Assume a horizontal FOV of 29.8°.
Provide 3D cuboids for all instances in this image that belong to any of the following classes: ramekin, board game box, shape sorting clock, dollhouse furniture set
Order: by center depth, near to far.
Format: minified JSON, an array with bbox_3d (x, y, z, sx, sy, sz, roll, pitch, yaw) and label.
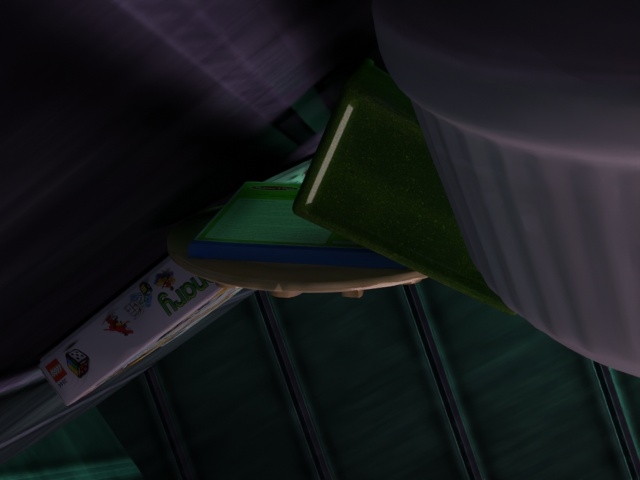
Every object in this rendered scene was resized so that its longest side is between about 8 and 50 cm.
[{"bbox_3d":[0.163,-0.057,0.442,0.272,0.127,0.273,-11,-151,6],"label":"ramekin"},{"bbox_3d":[0.129,-0.140,0.712,0.302,0.151,0.197,-65,174,34],"label":"dollhouse furniture set"},{"bbox_3d":[0.000,0.000,0.813,0.206,0.040,0.206,-2,-159,1],"label":"shape sorting clock"},{"bbox_3d":[-0.095,0.026,1.075,0.305,0.053,0.193,-36,178,32],"label":"board game box"}]
